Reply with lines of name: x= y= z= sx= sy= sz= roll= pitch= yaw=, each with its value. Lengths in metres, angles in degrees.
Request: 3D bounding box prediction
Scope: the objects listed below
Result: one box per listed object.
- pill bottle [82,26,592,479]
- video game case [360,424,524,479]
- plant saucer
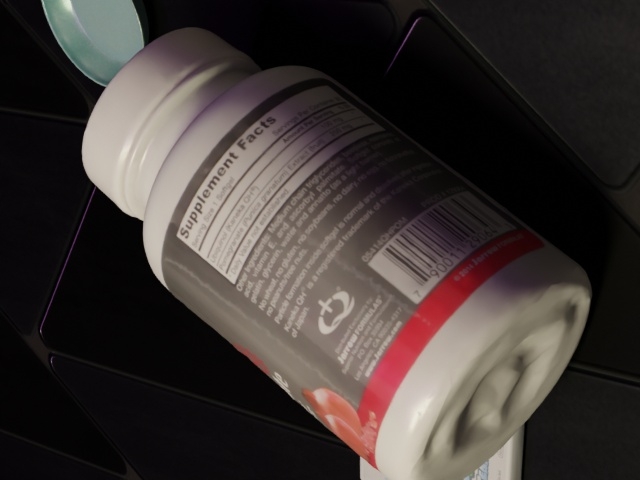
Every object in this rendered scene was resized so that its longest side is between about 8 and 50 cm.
pill bottle: x=0.000 y=0.000 z=1.181 sx=0.318 sy=0.176 sz=0.176 roll=39 pitch=141 yaw=25
video game case: x=0.084 y=0.146 z=1.329 sx=0.143 sy=0.019 sz=0.157 roll=30 pitch=137 yaw=34
plant saucer: x=-0.164 y=-0.171 z=1.382 sx=0.119 sy=0.021 sz=0.119 roll=31 pitch=137 yaw=34
